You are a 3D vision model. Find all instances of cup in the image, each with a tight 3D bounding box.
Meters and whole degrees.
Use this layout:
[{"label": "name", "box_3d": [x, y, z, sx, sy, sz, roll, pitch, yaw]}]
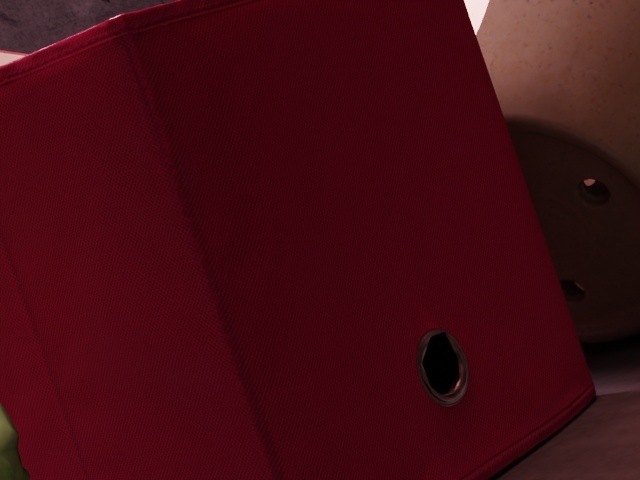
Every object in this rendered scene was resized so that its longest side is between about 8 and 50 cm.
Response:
[{"label": "cup", "box_3d": [0.169, -0.077, 0.965, 0.331, 0.331, 0.237, -14, 32, 42]}]

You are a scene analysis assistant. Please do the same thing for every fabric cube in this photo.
[{"label": "fabric cube", "box_3d": [-0.054, 0.017, 0.824, 0.259, 0.258, 0.254, -14, 6, 42]}]

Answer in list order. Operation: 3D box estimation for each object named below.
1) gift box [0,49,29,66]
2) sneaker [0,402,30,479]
[{"label": "gift box", "box_3d": [-0.210, -0.036, 1.580, 0.276, 0.258, 0.255, 12, 1, 34]}, {"label": "sneaker", "box_3d": [-0.334, 0.135, 0.518, 0.483, 0.185, 0.202, -21, 1, -14]}]
